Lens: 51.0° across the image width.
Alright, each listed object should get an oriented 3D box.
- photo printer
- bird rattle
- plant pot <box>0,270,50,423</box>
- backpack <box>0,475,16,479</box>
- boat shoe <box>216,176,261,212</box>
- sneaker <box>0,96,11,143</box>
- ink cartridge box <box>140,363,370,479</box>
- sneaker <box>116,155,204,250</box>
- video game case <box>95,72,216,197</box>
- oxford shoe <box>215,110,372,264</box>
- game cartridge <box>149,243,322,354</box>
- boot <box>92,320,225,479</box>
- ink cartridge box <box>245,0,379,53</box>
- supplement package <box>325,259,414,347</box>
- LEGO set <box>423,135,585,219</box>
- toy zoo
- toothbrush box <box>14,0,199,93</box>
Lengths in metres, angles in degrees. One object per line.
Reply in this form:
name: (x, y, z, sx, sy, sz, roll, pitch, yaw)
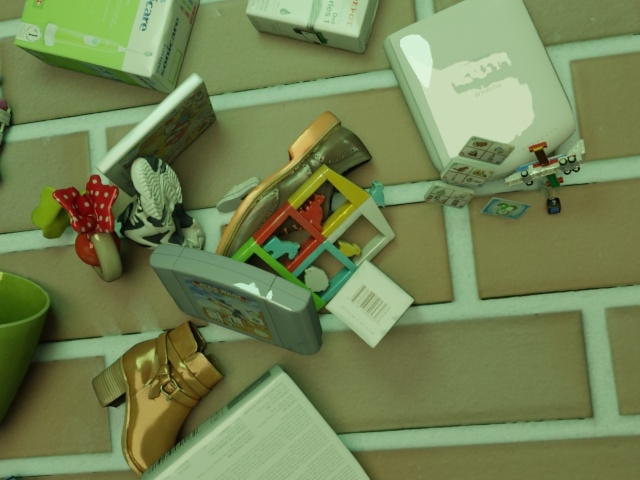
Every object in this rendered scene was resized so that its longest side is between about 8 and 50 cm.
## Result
photo printer: (0.282, -0.262, 1.179, 0.256, 0.107, 0.307, -22, 83, 7)
bird rattle: (-0.408, -0.023, 1.224, 0.143, 0.254, 0.206, -32, 114, -32)
plant pot: (-0.660, 0.234, 1.233, 0.275, 0.275, 0.293, 16, 105, 9)
backpack: (-0.599, 0.496, 1.266, 0.114, 0.105, 0.084, -26, 84, 1)
boat shoe: (-0.156, -0.089, 1.274, 0.100, 0.035, 0.035, -31, 48, 18)
sneaker: (-0.674, -0.237, 1.325, 0.111, 0.103, 0.252, -17, 85, 9)
ink cartridge box: (-0.074, 0.462, 1.184, 0.308, 0.091, 0.385, -39, 99, -9)
sneaker: (-0.323, -0.058, 1.218, 0.153, 0.235, 0.094, 3, 57, 21)
video game case: (-0.282, -0.179, 1.191, 0.026, 0.206, 0.227, 44, 83, 3)
oxford shoe: (-0.055, -0.057, 1.211, 0.133, 0.130, 0.363, 40, 93, 3)
game cartridge: (-0.147, 0.099, 1.160, 0.297, 0.198, 0.062, 16, 64, 19)
boot: (-0.264, 0.309, 1.239, 0.220, 0.109, 0.283, -32, 75, 1)
ink cartridge box: (-0.006, -0.456, 1.242, 0.220, 0.092, 0.160, 15, 89, 10)
supplement package: (0.089, 0.106, 1.148, 0.105, 0.179, 0.105, 40, 92, 9)
LEGO set: (0.321, -0.109, 1.132, 0.244, 0.182, 0.060, 11, 57, -13)
toy zoo: (0.000, 0.000, 1.189, 0.293, 0.030, 0.192, -45, 118, 5)
toothbrush box: (-0.404, -0.423, 1.287, 0.283, 0.122, 0.206, 14, 88, 10)
